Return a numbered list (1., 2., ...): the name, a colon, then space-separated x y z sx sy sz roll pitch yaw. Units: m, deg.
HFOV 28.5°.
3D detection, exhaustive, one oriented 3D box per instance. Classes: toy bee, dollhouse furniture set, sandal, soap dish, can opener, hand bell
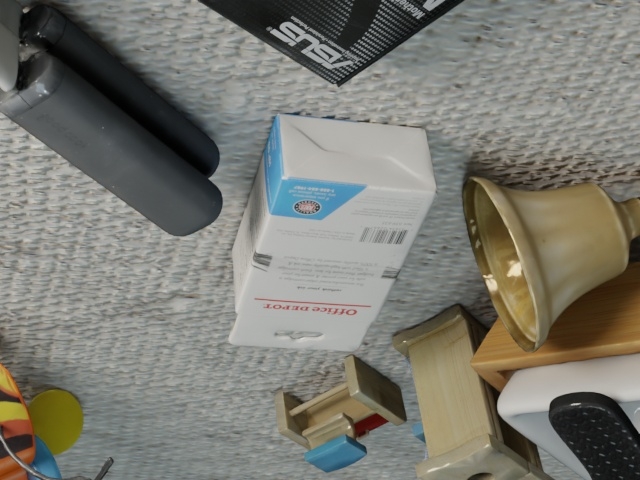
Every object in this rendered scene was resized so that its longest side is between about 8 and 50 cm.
1. toy bee: -0.254 0.149 0.959 0.298 0.162 0.195 -28 171 32
2. dollhouse furniture set: 0.079 0.167 1.027 0.184 0.129 0.129 -29 137 23
3. sandal: 0.220 0.155 0.907 0.067 0.040 0.179 -14 130 29
4. soap dish: 0.293 0.098 0.935 0.291 0.118 0.229 -12 145 36
5. can opener: -0.133 -0.103 0.699 0.095 0.076 0.283 -26 139 23
6. hand bell: 0.232 -0.023 0.861 0.242 0.126 0.126 -20 142 -5

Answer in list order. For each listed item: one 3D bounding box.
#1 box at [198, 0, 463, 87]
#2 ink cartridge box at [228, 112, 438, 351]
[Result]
1. box: 0.017 -0.173 0.639 0.184 0.045 0.191 -33 145 25
2. ink cartridge box: 0.000 0.000 0.860 0.104 0.060 0.180 5 140 -16
